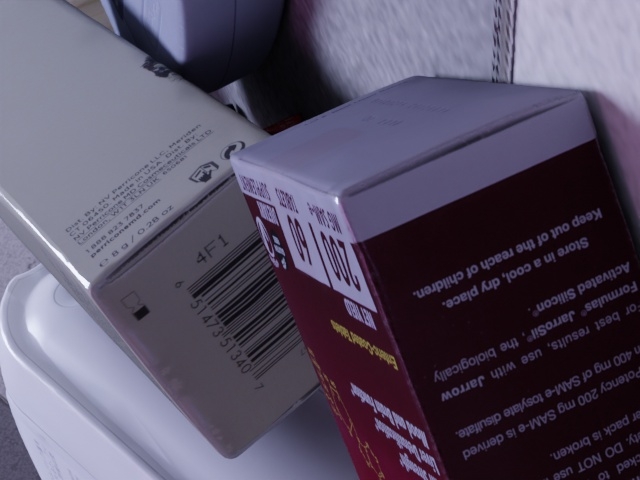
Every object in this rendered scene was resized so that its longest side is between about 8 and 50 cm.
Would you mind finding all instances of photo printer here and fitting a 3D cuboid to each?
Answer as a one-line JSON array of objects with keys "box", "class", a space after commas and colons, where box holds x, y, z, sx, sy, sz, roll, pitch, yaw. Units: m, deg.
[{"box": [-0.042, 0.149, 0.794, 0.307, 0.107, 0.256, 34, 151, 36], "class": "photo printer"}]

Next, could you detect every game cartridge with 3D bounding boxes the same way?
[{"box": [-0.080, -0.166, 0.677, 0.294, 0.060, 0.196, 131, 118, -78], "class": "game cartridge"}]

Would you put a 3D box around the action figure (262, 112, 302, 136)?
[{"box": [0.000, 0.000, 0.707, 0.115, 0.030, 0.038, 65, 164, -5], "class": "action figure"}]

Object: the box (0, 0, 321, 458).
[{"box": [-0.091, -0.022, 0.691, 0.275, 0.094, 0.113, 38, 165, 52], "class": "box"}]

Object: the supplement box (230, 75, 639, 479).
[{"box": [0.060, 0.075, 0.455, 0.239, 0.073, 0.130, 68, 169, -13], "class": "supplement box"}]

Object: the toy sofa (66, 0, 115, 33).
[{"box": [-0.216, -0.199, 0.998, 0.362, 0.150, 0.177, 52, 163, 54], "class": "toy sofa"}]

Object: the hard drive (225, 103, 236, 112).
[{"box": [-0.098, -0.019, 0.875, 0.022, 0.135, 0.094, -65, -40, -60], "class": "hard drive"}]
